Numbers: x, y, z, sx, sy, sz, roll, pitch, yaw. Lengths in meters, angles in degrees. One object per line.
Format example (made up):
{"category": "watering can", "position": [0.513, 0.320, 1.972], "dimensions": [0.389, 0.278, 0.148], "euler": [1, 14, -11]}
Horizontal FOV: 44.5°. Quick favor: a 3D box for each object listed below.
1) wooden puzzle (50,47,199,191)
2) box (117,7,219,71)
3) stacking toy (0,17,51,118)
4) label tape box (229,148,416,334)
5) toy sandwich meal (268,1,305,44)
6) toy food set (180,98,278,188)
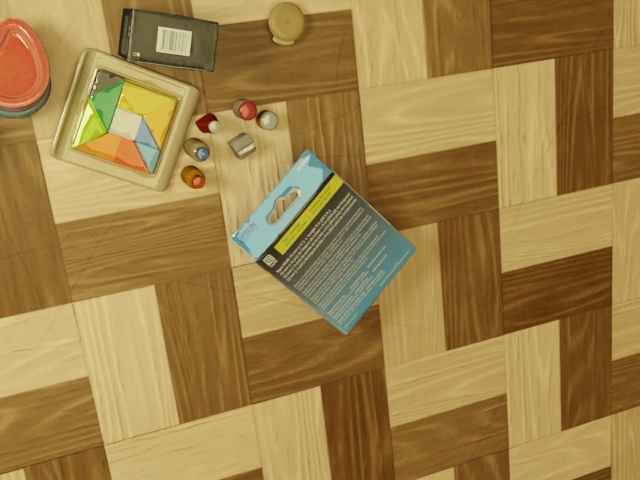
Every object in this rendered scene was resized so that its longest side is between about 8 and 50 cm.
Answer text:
{"category": "wooden puzzle", "position": [-0.373, -0.227, 1.509], "dimensions": [0.238, 0.044, 0.221], "euler": [17, 98, -24]}
{"category": "box", "position": [-0.283, -0.370, 1.440], "dimensions": [0.156, 0.158, 0.093], "euler": [3, 104, -22]}
{"category": "stacking toy", "position": [-0.650, -0.297, 1.370], "dimensions": [0.309, 0.130, 0.280], "euler": [-34, 98, -17]}
{"category": "label tape box", "position": [0.000, 0.000, 1.679], "dimensions": [0.347, 0.115, 0.249], "euler": [41, 88, -22]}
{"category": "toy sandwich meal", "position": [-0.069, -0.437, 1.577], "dimensions": [0.085, 0.029, 0.086], "euler": [-4, 101, -19]}
{"category": "toy food set", "position": [-0.185, -0.201, 1.554], "dimensions": [0.232, 0.104, 0.111], "euler": [-33, 113, -9]}
